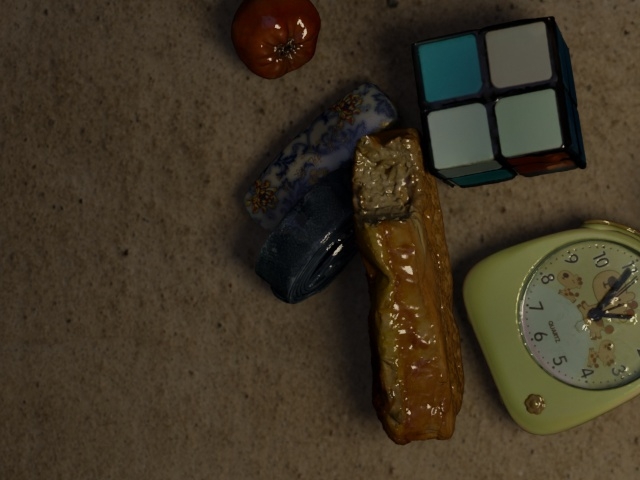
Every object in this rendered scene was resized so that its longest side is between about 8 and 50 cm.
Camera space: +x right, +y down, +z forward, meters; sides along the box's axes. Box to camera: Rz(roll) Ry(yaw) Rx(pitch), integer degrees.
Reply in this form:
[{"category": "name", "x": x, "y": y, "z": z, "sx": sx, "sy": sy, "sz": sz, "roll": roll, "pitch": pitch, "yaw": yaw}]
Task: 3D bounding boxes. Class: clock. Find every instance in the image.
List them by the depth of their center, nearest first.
[{"category": "clock", "x": 0.347, "y": 0.091, "z": 1.480, "sx": 0.308, "sy": 0.096, "sz": 0.235, "roll": -23, "pitch": 78, "yaw": 15}]

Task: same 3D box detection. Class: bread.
[{"category": "bread", "x": 0.098, "y": 0.055, "z": 1.469, "sx": 0.109, "sy": 0.185, "sz": 0.380, "roll": -5, "pitch": 104, "yaw": 18}]

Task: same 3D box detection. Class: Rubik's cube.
[{"category": "Rubik's cube", "x": 0.225, "y": -0.165, "z": 1.497, "sx": 0.180, "sy": 0.183, "sz": 0.167, "roll": -9, "pitch": 81, "yaw": 19}]

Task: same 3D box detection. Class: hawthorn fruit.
[{"category": "hawthorn fruit", "x": -0.063, "y": -0.286, "z": 1.642, "sx": 0.125, "sy": 0.140, "sz": 0.125, "roll": -4, "pitch": 104, "yaw": -15}]

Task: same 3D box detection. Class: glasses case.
[{"category": "glasses case", "x": 0.001, "y": -0.111, "z": 1.626, "sx": 0.248, "sy": 0.065, "sz": 0.087, "roll": -44, "pitch": 72, "yaw": 11}]

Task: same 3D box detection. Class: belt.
[{"category": "belt", "x": 0.000, "y": 0.000, "z": 1.575, "sx": 0.082, "sy": 0.141, "sz": 0.190, "roll": 40, "pitch": 87, "yaw": 19}]
